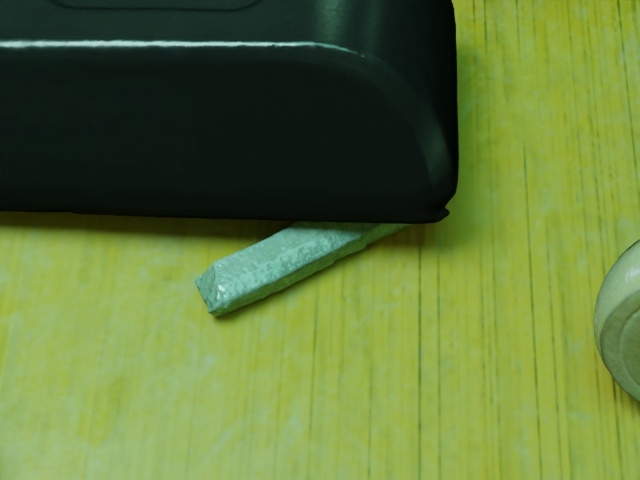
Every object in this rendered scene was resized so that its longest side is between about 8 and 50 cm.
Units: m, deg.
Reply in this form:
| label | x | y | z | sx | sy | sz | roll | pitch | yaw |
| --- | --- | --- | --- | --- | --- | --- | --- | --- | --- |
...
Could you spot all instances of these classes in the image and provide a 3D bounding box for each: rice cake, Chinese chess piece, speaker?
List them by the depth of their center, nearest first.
| label | x | y | z | sx | sy | sz | roll | pitch | yaw |
| --- | --- | --- | --- | --- | --- | --- | --- | --- | --- |
| Chinese chess piece | 0.217 | 0.048 | 0.743 | 0.122 | 0.122 | 0.051 | 15 | 44 | 9 |
| speaker | -0.107 | -0.131 | 0.799 | 0.388 | 0.184 | 0.180 | 1 | 52 | 3 |
| rice cake | -0.001 | -0.001 | 0.826 | 0.170 | 0.029 | 0.033 | -27 | 68 | -15 |
